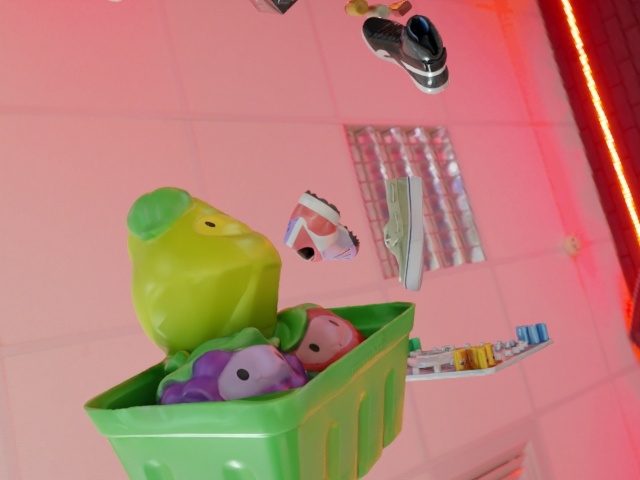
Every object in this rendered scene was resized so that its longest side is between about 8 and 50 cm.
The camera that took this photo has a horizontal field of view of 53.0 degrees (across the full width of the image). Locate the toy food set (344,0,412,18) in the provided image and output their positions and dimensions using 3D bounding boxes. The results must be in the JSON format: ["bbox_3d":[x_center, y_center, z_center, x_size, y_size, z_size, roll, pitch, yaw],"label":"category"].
[{"bbox_3d":[0.175,-0.617,1.587,0.232,0.104,0.111,-44,-66,1],"label":"toy food set"}]

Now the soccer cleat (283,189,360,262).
[{"bbox_3d":[0.000,0.000,1.343,0.109,0.318,0.116,32,-96,19],"label":"soccer cleat"}]

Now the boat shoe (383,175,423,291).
[{"bbox_3d":[0.197,-0.018,1.519,0.094,0.109,0.302,-1,-121,9],"label":"boat shoe"}]

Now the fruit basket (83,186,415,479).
[{"bbox_3d":[-0.076,0.102,0.732,0.392,0.283,0.392,28,-122,-58],"label":"fruit basket"}]

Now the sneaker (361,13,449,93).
[{"bbox_3d":[0.150,-0.365,1.134,0.079,0.121,0.217,-38,-117,-9],"label":"sneaker"}]

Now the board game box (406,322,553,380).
[{"bbox_3d":[0.244,0.239,1.362,0.390,0.390,0.050,-2,-99,-55],"label":"board game box"}]

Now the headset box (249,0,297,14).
[{"bbox_3d":[-0.035,-0.610,1.320,0.293,0.218,0.110,-45,-62,1],"label":"headset box"}]
